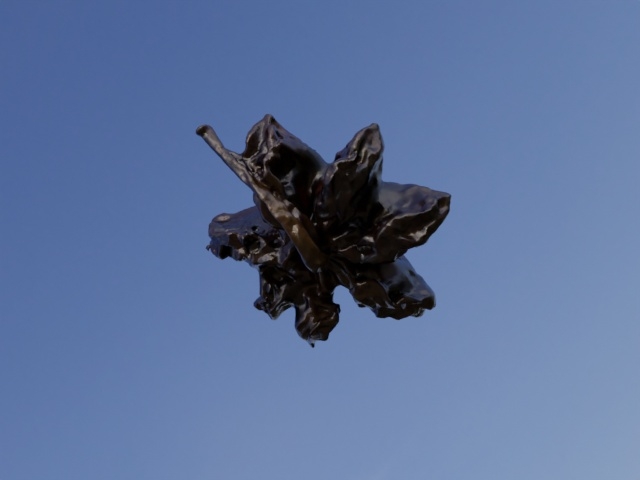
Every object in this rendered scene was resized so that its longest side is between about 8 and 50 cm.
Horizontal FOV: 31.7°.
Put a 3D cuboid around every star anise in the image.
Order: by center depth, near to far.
[{"bbox_3d":[0.000,0.000,0.964,0.126,0.220,0.190,-67,-25,-56],"label":"star anise"}]
